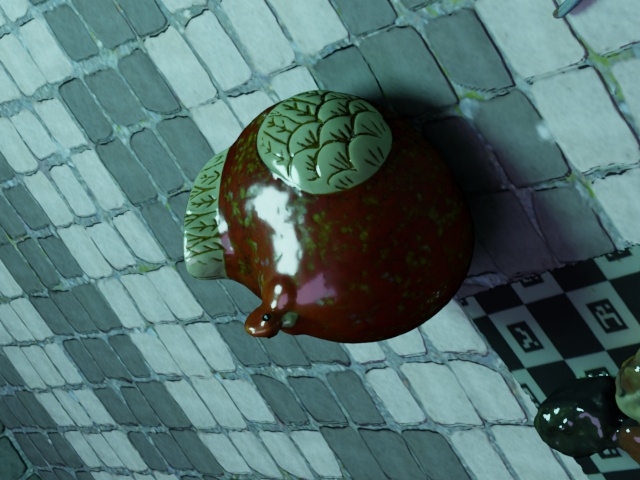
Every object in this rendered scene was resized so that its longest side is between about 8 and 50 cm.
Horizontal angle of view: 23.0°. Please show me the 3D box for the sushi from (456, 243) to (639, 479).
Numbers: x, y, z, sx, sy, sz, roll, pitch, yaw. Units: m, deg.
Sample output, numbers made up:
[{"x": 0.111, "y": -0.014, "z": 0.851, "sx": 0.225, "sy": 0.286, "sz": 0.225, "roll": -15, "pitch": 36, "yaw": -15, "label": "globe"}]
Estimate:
[{"x": 0.288, "y": 0.174, "z": 1.330, "sx": 0.343, "sy": 0.064, "sz": 0.359, "roll": 54, "pitch": 152, "yaw": -7, "label": "sushi"}]

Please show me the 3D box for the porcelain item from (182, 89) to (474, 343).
[{"x": 0.000, "y": 0.000, "z": 1.360, "sx": 0.253, "sy": 0.253, "sz": 0.253, "roll": 35, "pitch": 148, "yaw": 26, "label": "porcelain item"}]

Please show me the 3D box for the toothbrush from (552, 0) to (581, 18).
[{"x": 0.204, "y": -0.195, "z": 1.060, "sx": 0.019, "sy": 0.013, "sz": 0.193, "roll": 42, "pitch": 151, "yaw": -3, "label": "toothbrush"}]
